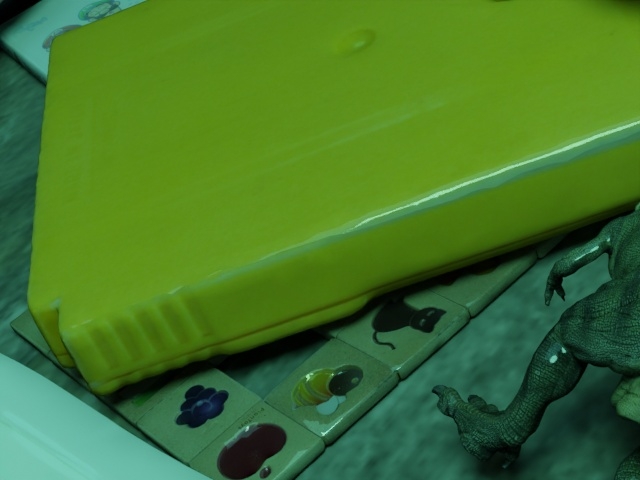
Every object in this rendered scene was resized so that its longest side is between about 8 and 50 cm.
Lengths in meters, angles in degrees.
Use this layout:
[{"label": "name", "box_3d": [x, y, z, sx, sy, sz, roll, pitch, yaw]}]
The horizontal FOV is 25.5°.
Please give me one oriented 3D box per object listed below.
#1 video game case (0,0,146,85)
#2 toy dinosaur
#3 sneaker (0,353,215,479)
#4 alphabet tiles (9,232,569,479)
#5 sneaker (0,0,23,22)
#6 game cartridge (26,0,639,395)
[{"label": "video game case", "box_3d": [-0.113, -0.146, 0.875, 0.157, 0.019, 0.143, -35, 36, -14]}, {"label": "toy dinosaur", "box_3d": [0.096, 0.048, 0.432, 0.118, 0.064, 0.268, -48, 12, 21]}, {"label": "sneaker", "box_3d": [-0.104, 0.116, 0.449, 0.290, 0.106, 0.123, 15, 48, 40]}, {"label": "alphabet tiles", "box_3d": [0.000, 0.000, 0.627, 0.237, 0.009, 0.198, -39, 37, -20]}, {"label": "sneaker", "box_3d": [-0.201, -0.234, 0.963, 0.148, 0.131, 0.350, -22, 15, 49]}, {"label": "game cartridge", "box_3d": [0.023, -0.073, 0.661, 0.324, 0.052, 0.285, -21, 34, 7]}]
